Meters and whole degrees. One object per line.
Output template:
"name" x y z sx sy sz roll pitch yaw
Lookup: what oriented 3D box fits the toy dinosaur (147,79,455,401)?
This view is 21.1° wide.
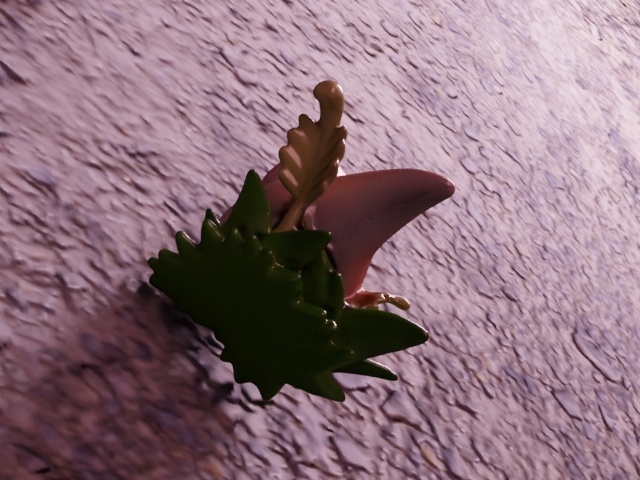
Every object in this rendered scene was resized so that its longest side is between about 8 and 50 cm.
"toy dinosaur" 0.006 0.004 1.020 0.152 0.194 0.177 44 49 -7
